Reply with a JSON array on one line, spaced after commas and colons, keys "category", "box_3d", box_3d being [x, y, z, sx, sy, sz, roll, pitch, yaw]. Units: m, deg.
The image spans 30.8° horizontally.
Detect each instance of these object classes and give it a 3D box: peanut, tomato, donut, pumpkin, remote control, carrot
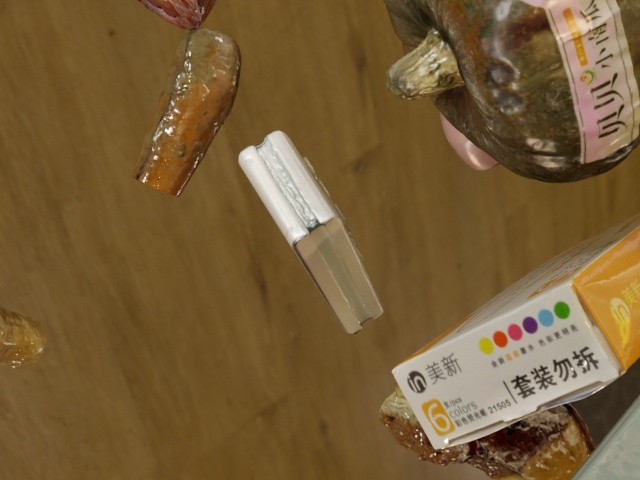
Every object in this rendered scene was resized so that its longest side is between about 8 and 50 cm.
[{"category": "peanut", "box_3d": [-0.464, 0.128, 1.638, 0.100, 0.099, 0.214, -59, 156, 0]}, {"category": "tomato", "box_3d": [-0.201, -0.380, 1.482, 0.085, 0.225, 0.225, -40, 135, -17]}, {"category": "donut", "box_3d": [0.191, 0.226, 1.231, 0.295, 0.112, 0.151, 49, 55, -5]}, {"category": "pumpkin", "box_3d": [0.136, -0.162, 0.891, 0.189, 0.260, 0.260, -26, 132, -5]}, {"category": "remote control", "box_3d": [0.000, 0.000, 1.111, 0.055, 0.103, 0.277, -32, 156, -1]}, {"category": "carrot", "box_3d": [-0.232, -0.231, 2.086, 0.138, 0.138, 0.302, 18, 94, -48]}]

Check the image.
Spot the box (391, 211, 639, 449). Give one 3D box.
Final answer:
[{"category": "box", "box_3d": [0.222, 0.066, 1.030, 0.220, 0.091, 0.274, -34, 176, 41]}]

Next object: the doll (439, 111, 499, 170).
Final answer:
[{"category": "doll", "box_3d": [0.190, -0.216, 1.301, 0.216, 0.284, 0.268, -23, 141, 28]}]

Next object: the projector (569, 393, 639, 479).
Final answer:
[{"category": "projector", "box_3d": [0.245, 0.201, 0.606, 0.192, 0.256, 0.099, -52, 154, 4]}]
